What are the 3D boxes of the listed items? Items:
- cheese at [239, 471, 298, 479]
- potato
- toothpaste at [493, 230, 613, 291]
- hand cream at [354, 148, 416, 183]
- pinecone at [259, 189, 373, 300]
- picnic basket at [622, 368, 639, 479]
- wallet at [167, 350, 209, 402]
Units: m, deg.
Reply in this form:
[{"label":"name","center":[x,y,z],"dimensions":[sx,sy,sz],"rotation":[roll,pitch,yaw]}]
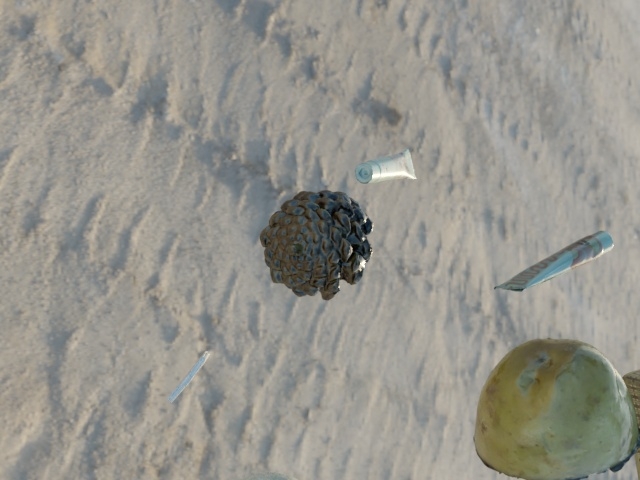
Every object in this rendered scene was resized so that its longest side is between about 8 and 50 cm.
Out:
[{"label":"cheese","center":[-0.083,0.471,1.334],"dimensions":[0.189,0.198,0.154],"rotation":[46,29,-36]},{"label":"potato","center":[0.393,0.273,1.374],"dimensions":[0.242,0.285,0.242],"rotation":[-1,90,-66]},{"label":"toothpaste","center":[0.339,0.034,1.157],"dimensions":[0.205,0.056,0.036],"rotation":[-22,97,-29]},{"label":"hand cream","center":[0.176,-0.188,2.106],"dimensions":[0.331,0.058,0.085],"rotation":[-18,92,-63]},{"label":"pinecone","center":[0.007,-0.003,1.749],"dimensions":[0.257,0.243,0.243],"rotation":[-37,117,-37]},{"label":"picnic basket","center":[0.736,0.386,1.526],"dimensions":[0.228,0.175,0.312],"rotation":[-12,92,-22]},{"label":"wallet","center":[-0.190,0.197,1.165],"dimensions":[0.011,0.044,0.083],"rotation":[39,92,-2]}]
